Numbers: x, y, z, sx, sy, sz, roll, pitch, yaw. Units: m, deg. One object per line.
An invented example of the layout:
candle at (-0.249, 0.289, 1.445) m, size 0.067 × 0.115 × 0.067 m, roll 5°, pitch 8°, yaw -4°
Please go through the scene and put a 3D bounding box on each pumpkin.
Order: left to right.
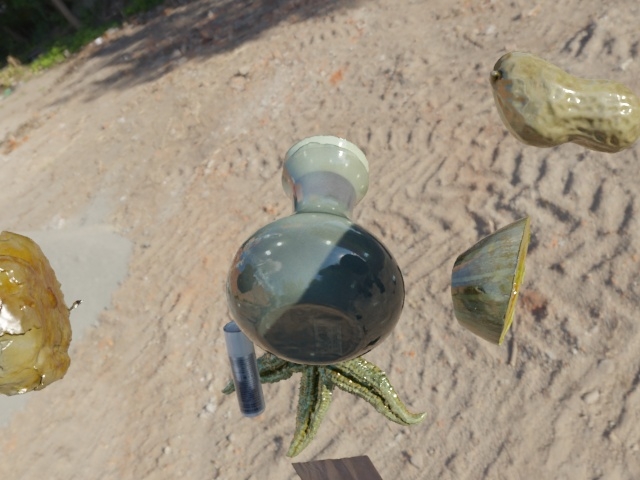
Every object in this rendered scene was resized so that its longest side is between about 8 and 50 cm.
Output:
pumpkin at (0.279, 0.064, 1.054) m, size 0.110 × 0.217 × 0.217 m, roll 6°, pitch 43°, yaw 20°

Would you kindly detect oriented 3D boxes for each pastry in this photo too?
pastry at (-0.282, 0.069, 0.584) m, size 0.081 × 0.153 × 0.153 m, roll -8°, pitch 33°, yaw -1°

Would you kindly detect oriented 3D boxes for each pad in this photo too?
pad at (0.037, 0.317, 0.790) m, size 0.006 × 0.113 × 0.188 m, roll -33°, pitch 0°, yaw -37°

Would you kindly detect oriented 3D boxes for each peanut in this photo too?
peanut at (0.448, -0.243, 1.193) m, size 0.291 × 0.159 × 0.143 m, roll 22°, pitch 16°, yaw 9°

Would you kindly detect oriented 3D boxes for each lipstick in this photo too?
lipstick at (-0.108, 0.185, 0.910) m, size 0.040 × 0.141 × 0.040 m, roll -7°, pitch 17°, yaw 2°

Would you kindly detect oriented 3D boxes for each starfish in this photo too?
starfish at (-0.027, 0.180, 1.010) m, size 0.358 × 0.347 × 0.078 m, roll -14°, pitch 17°, yaw 33°

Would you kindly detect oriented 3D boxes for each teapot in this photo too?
teapot at (0.000, 0.000, 0.693) m, size 0.183 × 0.183 × 0.251 m, roll -16°, pitch 42°, yaw 22°
